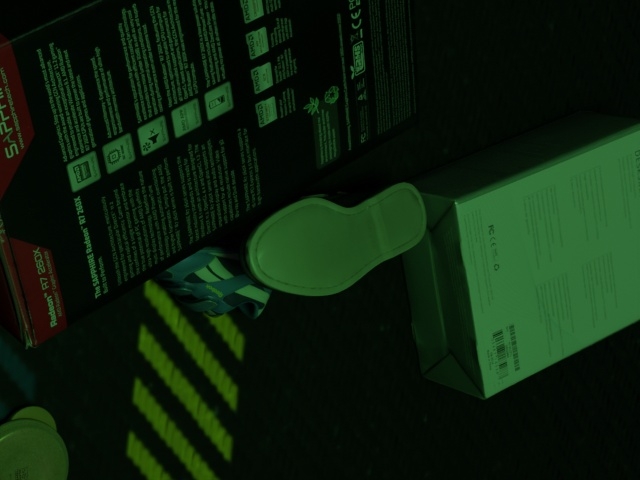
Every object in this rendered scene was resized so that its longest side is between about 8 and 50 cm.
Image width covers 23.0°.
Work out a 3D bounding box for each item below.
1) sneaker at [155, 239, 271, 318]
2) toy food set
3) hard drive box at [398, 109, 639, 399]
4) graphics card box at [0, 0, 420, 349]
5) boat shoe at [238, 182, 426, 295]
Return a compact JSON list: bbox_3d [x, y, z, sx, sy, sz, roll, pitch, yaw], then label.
[{"bbox_3d":[-0.092,0.029,1.189,0.144,0.053,0.059,7,97,-37],"label":"sneaker"},{"bbox_3d":[-0.221,0.167,1.139,0.082,0.020,0.083,-28,115,-29],"label":"toy food set"},{"bbox_3d":[0.187,0.007,1.370,0.232,0.089,0.181,-21,112,-31],"label":"hard drive box"},{"bbox_3d":[-0.094,-0.114,1.096,0.371,0.094,0.233,-31,134,-27],"label":"graphics card box"},{"bbox_3d":[0.000,0.000,1.218,0.206,0.065,0.075,-18,98,-49],"label":"boat shoe"}]
